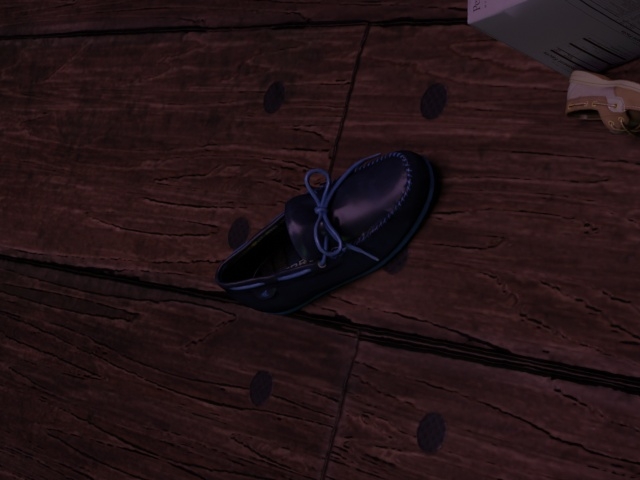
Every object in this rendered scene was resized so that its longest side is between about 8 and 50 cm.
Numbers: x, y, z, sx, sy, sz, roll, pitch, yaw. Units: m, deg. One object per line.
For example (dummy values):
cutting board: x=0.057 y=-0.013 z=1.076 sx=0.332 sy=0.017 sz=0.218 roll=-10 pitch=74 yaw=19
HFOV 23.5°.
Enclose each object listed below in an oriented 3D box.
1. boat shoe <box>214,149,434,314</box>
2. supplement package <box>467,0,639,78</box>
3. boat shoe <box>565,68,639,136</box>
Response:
boat shoe: x=0.000 y=0.000 z=1.484 sx=0.258 sy=0.089 sz=0.109 roll=-42 pitch=48 yaw=30
supplement package: x=0.242 y=-0.268 z=1.265 sx=0.203 sy=0.149 sz=0.194 roll=-19 pitch=62 yaw=43
boat shoe: x=0.252 y=-0.109 z=1.274 sx=0.135 sy=0.050 sz=0.045 roll=26 pitch=99 yaw=60
